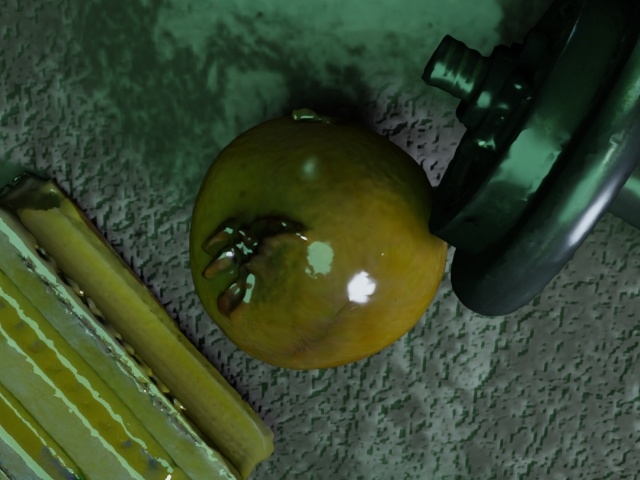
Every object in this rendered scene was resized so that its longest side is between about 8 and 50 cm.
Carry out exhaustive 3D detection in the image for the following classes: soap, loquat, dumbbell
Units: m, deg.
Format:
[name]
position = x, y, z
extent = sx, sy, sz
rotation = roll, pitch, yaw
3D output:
[soap]
position = -0.149, 0.082, 0.860
extent = 0.135, 0.076, 0.233
rotation = -36, 103, 26
[loquat]
position = 0.000, 0.000, 0.750
extent = 0.141, 0.141, 0.141
rotation = 5, 118, 11
[dumbbell]
position = 0.177, -0.014, 0.669
extent = 0.290, 0.192, 0.192
rotation = 31, 119, -3
